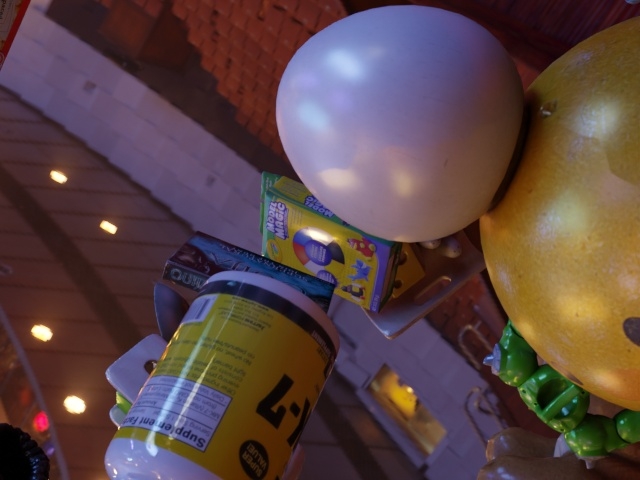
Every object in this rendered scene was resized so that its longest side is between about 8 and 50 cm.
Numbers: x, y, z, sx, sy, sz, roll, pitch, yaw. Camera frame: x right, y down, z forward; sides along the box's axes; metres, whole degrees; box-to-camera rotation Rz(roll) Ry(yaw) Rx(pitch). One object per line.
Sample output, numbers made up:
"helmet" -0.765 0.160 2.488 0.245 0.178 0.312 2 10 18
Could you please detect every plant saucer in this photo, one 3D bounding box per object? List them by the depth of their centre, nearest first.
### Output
"plant saucer" -0.255 0.164 1.457 0.195 0.037 0.195 -17 -90 -89

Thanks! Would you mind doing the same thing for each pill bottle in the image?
"pill bottle" -0.076 0.135 0.557 0.119 0.119 0.208 32 -122 -8

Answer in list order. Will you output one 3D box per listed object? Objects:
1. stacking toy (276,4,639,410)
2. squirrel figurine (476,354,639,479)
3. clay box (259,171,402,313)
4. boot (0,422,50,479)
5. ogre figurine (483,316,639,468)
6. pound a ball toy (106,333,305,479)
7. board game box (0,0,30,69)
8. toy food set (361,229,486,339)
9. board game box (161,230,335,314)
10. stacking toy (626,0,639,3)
"stacking toy" 0.207 -0.003 0.418 0.480 0.351 0.350 16 -163 -2
"squirrel figurine" 0.373 0.271 0.855 0.397 0.370 0.281 12 175 23
"clay box" 0.000 0.000 1.087 0.222 0.127 0.053 23 -136 19
"boot" -0.480 0.462 1.127 0.348 0.260 0.131 50 -174 33
"ogre figurine" 0.240 0.121 0.741 0.197 0.118 0.097 46 178 -10
"pound a ball toy" -0.147 0.251 1.098 0.319 0.208 0.136 35 -129 20
"board game box" -0.281 -0.250 0.637 0.147 0.193 0.045 35 -167 28
"toy food set" 0.122 -0.018 1.231 0.306 0.219 0.092 58 169 -26
"board game box" -0.078 0.048 0.919 0.186 0.026 0.126 21 -163 0
"stacking toy" 0.446 -0.199 0.714 0.302 0.175 0.166 57 163 12
